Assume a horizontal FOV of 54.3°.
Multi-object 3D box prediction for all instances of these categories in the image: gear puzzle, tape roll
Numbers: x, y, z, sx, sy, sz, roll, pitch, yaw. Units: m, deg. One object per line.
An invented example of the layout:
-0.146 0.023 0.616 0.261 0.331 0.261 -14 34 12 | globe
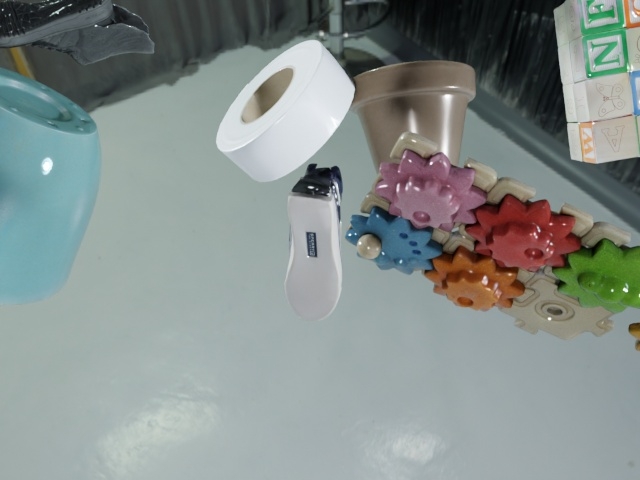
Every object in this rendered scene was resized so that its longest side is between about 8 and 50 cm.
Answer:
0.185 0.042 0.519 0.339 0.175 0.044 24 57 -2 | gear puzzle
-0.073 -0.254 1.223 0.286 0.100 0.286 -33 35 26 | tape roll

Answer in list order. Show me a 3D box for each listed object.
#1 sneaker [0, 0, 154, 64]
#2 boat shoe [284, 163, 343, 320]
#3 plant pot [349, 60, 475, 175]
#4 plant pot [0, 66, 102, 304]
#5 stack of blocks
-0.269 -0.217 0.662 0.170 0.089 0.051 -20 70 -11 | sneaker
0.000 0.000 1.327 0.127 0.340 0.158 10 35 9 | boat shoe
0.191 -0.221 1.279 0.263 0.263 0.229 -5 92 -1 | plant pot
-0.438 -0.095 0.848 0.293 0.293 0.235 41 107 30 | plant pot
0.340 -0.241 0.644 0.171 0.297 0.087 -9 9 7 | stack of blocks
